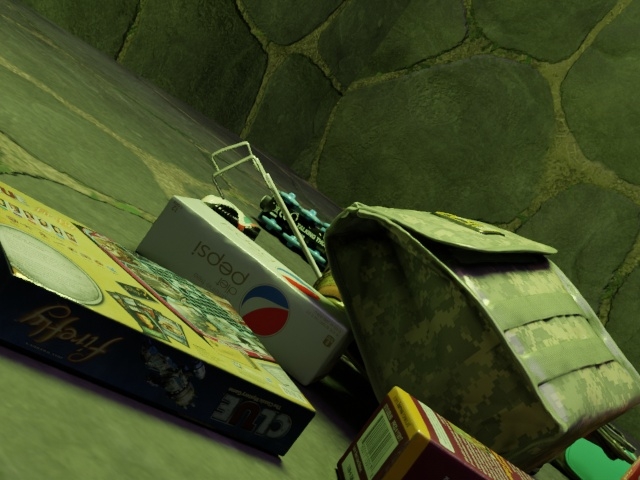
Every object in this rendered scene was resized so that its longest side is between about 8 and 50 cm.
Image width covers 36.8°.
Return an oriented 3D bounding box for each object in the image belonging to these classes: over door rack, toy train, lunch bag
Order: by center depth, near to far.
[{"bbox_3d":[0.149,0.078,0.929,0.235,0.169,0.287,3,51,-55],"label":"lunch bag"},{"bbox_3d":[0.000,0.000,1.208,0.324,0.108,0.239,50,1,-12],"label":"over door rack"},{"bbox_3d":[-0.028,-0.016,1.697,0.184,0.080,0.105,35,-4,13],"label":"toy train"}]

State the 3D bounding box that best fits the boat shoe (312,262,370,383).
[{"bbox_3d":[0.104,0.149,1.061,0.307,0.111,0.104,41,31,-7],"label":"boat shoe"}]

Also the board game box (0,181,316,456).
[{"bbox_3d":[-0.131,0.050,0.653,0.243,0.042,0.165,32,7,-37],"label":"board game box"}]

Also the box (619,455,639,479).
[{"bbox_3d":[0.332,0.291,0.915,0.142,0.154,0.300,39,7,22],"label":"box"}]

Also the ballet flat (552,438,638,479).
[{"bbox_3d":[0.366,0.293,1.452,0.280,0.095,0.096,37,-7,4],"label":"ballet flat"}]

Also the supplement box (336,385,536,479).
[{"bbox_3d":[0.112,0.200,0.691,0.188,0.081,0.104,35,5,-8],"label":"supplement box"}]

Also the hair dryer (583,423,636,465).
[{"bbox_3d":[0.258,0.192,1.161,0.293,0.080,0.223,24,-27,47],"label":"hair dryer"}]

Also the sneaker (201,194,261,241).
[{"bbox_3d":[-0.137,-0.029,1.232,0.075,0.057,0.161,36,1,21],"label":"sneaker"}]

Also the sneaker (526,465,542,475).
[{"bbox_3d":[0.250,0.232,1.296,0.098,0.083,0.223,31,6,-2],"label":"sneaker"}]

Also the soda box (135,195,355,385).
[{"bbox_3d":[-0.068,0.047,0.930,0.216,0.069,0.074,37,7,12],"label":"soda box"}]
